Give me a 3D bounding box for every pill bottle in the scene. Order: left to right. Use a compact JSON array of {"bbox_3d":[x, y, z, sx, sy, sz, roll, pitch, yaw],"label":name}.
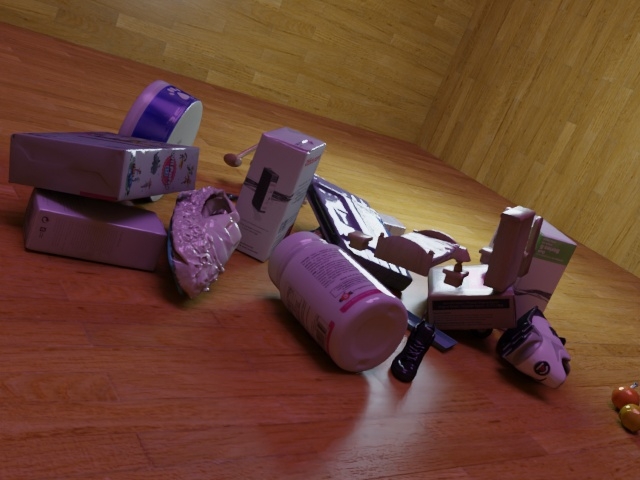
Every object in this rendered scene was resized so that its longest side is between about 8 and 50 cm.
[{"bbox_3d":[0.022,0.104,1.319,0.160,0.160,0.283,9,22,-38],"label":"pill bottle"}]

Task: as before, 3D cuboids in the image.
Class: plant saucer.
[{"bbox_3d":[0.209,0.186,1.553,0.192,0.018,0.067,33,20,27],"label":"plant saucer"}]

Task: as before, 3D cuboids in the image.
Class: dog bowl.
[{"bbox_3d":[-0.377,-0.227,1.618,0.104,0.264,0.265,26,17,-1],"label":"dog bowl"}]

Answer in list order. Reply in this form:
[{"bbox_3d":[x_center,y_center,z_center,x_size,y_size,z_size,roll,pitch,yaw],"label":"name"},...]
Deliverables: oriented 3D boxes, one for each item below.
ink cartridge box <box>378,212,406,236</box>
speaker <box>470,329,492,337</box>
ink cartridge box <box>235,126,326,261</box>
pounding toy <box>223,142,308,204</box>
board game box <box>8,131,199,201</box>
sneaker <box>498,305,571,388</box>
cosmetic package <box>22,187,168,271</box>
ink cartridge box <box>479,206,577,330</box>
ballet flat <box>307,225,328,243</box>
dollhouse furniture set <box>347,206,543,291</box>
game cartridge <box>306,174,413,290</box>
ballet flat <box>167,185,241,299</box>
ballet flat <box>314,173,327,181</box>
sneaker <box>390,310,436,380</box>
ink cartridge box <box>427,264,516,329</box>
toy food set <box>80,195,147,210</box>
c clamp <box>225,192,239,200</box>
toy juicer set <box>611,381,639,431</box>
[{"bbox_3d":[0.187,-0.046,2.150,0.123,0.052,0.088,12,21,-29],"label":"ink cartridge box"},{"bbox_3d":[0.394,0.189,1.711,0.055,0.055,0.136,25,17,6],"label":"speaker"},{"bbox_3d":[-0.103,-0.113,1.611,0.114,0.272,0.197,25,17,6],"label":"ink cartridge box"},{"bbox_3d":[-0.132,-0.198,2.022,0.270,0.154,0.154,10,17,-36],"label":"pounding toy"},{"bbox_3d":[-0.396,-0.147,1.333,0.224,0.097,0.303,11,12,14],"label":"board game box"},{"bbox_3d":[0.494,0.252,1.595,0.146,0.122,0.330,44,19,5],"label":"sneaker"},{"bbox_3d":[-0.408,-0.020,1.273,0.231,0.085,0.117,15,18,-30],"label":"cosmetic package"},{"bbox_3d":[0.517,0.080,1.828,0.115,0.272,0.198,14,19,-19],"label":"ink cartridge box"},{"bbox_3d":[0.000,0.000,1.785,0.067,0.073,0.206,51,23,1],"label":"ballet flat"},{"bbox_3d":[0.298,-0.033,1.631,0.356,0.173,0.303,21,19,29],"label":"dollhouse furniture set"},{"bbox_3d":[0.092,-0.029,1.810,0.230,0.068,0.355,19,28,-32],"label":"game cartridge"},{"bbox_3d":[-0.224,-0.025,1.378,0.147,0.146,0.409,18,18,-16],"label":"ballet flat"},{"bbox_3d":[-0.017,-0.180,2.260,0.072,0.068,0.213,8,22,-40],"label":"ballet flat"},{"bbox_3d":[0.185,0.202,1.353,0.051,0.089,0.170,27,17,12],"label":"sneaker"},{"bbox_3d":[0.351,0.130,1.660,0.193,0.088,0.234,-4,14,9],"label":"ink cartridge box"},{"bbox_3d":[-0.423,-0.065,1.457,0.133,0.038,0.192,9,22,-38],"label":"toy food set"},{"bbox_3d":[-0.203,-0.083,1.828,0.137,0.022,0.160,14,20,-10],"label":"c clamp"},{"bbox_3d":[0.755,0.400,1.490,0.209,0.089,0.329,18,19,-17],"label":"toy juicer set"}]
